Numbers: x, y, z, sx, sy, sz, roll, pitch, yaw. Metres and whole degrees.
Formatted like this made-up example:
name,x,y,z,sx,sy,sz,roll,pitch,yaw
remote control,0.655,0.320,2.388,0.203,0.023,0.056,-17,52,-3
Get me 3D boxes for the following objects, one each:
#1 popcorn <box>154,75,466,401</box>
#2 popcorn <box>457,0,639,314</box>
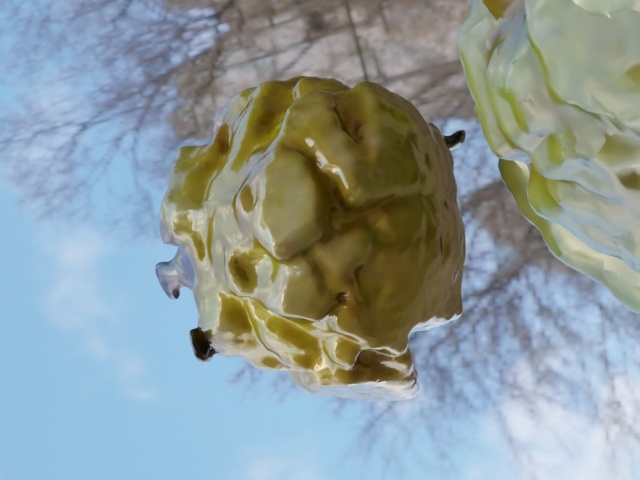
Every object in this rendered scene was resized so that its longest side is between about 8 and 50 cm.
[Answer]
name,x,y,z,sx,sy,sz,roll,pitch,yaw
popcorn,0.000,0.000,0.633,0.167,0.152,0.148,69,-179,-61
popcorn,0.187,-0.085,0.499,0.247,0.282,0.282,-44,-62,-18
